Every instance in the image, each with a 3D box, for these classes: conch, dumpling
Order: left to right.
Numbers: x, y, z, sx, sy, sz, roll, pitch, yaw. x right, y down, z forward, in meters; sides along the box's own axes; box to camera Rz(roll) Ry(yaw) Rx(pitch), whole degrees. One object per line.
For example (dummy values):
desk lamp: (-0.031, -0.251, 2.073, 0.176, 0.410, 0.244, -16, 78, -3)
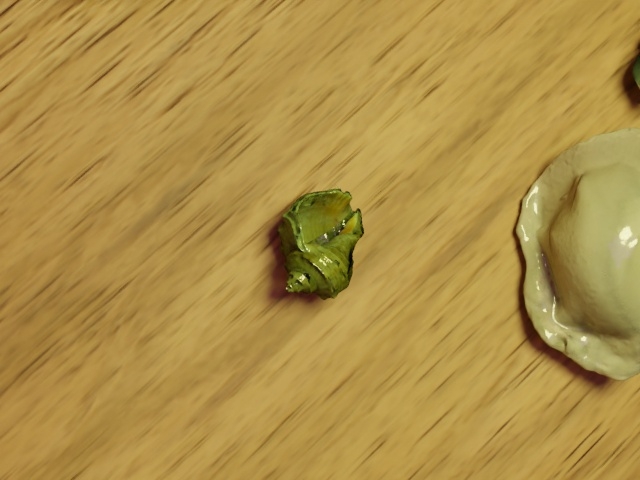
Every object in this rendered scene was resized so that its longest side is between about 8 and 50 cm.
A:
conch: (0.000, 0.000, 1.114, 0.121, 0.074, 0.089, -53, 136, -33)
dumpling: (0.249, 0.010, 1.153, 0.151, 0.124, 0.228, 7, 91, 26)

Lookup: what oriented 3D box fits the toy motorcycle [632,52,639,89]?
toy motorcycle: (0.453, -0.232, 1.195, 0.326, 0.191, 0.200, -40, 90, -28)
